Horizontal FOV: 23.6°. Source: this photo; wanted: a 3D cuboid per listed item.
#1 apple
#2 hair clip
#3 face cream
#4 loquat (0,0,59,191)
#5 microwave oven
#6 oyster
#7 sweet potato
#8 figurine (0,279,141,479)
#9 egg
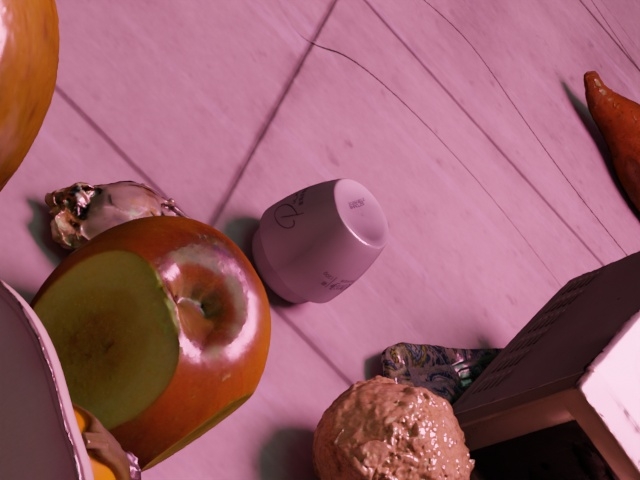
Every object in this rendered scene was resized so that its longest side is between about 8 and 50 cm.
[{"bbox_3d":[-0.111,0.061,0.982,0.163,0.147,0.146,-21,78,-56],"label":"apple"},{"bbox_3d":[0.124,0.117,1.352,0.229,0.036,0.066,-2,60,-48],"label":"hair clip"},{"bbox_3d":[0.000,0.000,1.234,0.091,0.095,0.091,34,39,-33],"label":"face cream"},{"bbox_3d":[-0.251,-0.136,0.895,0.213,0.213,0.246,9,80,-50],"label":"loquat"},{"bbox_3d":[0.307,0.213,1.307,0.355,0.218,0.286,53,51,-6],"label":"microwave oven"},{"bbox_3d":[-0.122,0.008,1.107,0.165,0.053,0.108,50,50,-23],"label":"oyster"},{"bbox_3d":[0.433,-0.063,1.864,0.359,0.112,0.112,54,32,3],"label":"sweet potato"},{"bbox_3d":[-0.189,0.094,0.869,0.250,0.166,0.141,55,15,19],"label":"figurine"},{"bbox_3d":[0.054,0.161,1.144,0.140,0.116,0.118,23,16,-42],"label":"egg"}]
